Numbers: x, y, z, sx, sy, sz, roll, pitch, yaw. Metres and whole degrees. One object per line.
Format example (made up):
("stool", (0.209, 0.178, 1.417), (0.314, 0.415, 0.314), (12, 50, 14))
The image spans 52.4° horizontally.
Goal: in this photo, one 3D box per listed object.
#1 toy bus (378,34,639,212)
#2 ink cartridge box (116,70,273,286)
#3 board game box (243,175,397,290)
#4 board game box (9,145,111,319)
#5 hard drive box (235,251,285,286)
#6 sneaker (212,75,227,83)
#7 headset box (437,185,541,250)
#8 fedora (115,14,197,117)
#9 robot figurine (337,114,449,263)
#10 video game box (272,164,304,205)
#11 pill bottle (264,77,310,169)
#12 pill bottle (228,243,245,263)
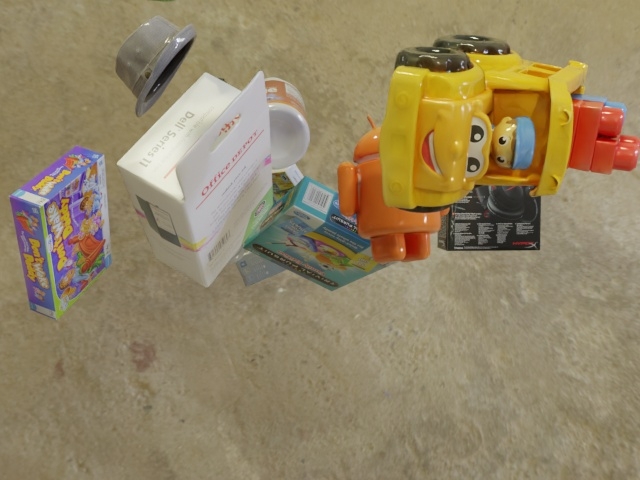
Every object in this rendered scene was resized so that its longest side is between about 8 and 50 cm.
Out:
("toy bus", (0.181, -0.100, 0.604), (0.212, 0.220, 0.149), (16, 117, 26))
("ink cartridge box", (-0.178, -0.101, 0.986), (0.119, 0.353, 0.207), (30, 64, 13))
("board game box", (0.000, 0.000, 1.456), (0.254, 0.336, 0.079), (27, 65, -15))
("board game box", (-0.601, -0.016, 1.539), (0.078, 0.233, 0.347), (19, 130, 9))
("hard drive box", (-0.118, 0.040, 1.889), (0.232, 0.181, 0.089), (-24, 93, 3))
("sneaker", (-0.264, -0.344, 1.522), (0.152, 0.084, 0.058), (10, 51, 38))
("headset box", (0.387, -0.124, 1.500), (0.218, 0.110, 0.293), (-1, 94, -3))
("fedora", (-0.430, -0.457, 1.635), (0.124, 0.243, 0.275), (37, 131, -11))
("robot figurine", (0.111, -0.077, 0.968), (0.158, 0.128, 0.219), (-5, 84, 14))
("video game box", (-0.101, -0.109, 1.648), (0.205, 0.187, 0.048), (-2, 46, 44))
("pill bottle", (-0.086, -0.225, 1.195), (0.121, 0.216, 0.121), (-3, 120, -4))
("pill bottle", (-0.243, -0.017, 1.548), (0.103, 0.184, 0.103), (-7, 61, 12))
